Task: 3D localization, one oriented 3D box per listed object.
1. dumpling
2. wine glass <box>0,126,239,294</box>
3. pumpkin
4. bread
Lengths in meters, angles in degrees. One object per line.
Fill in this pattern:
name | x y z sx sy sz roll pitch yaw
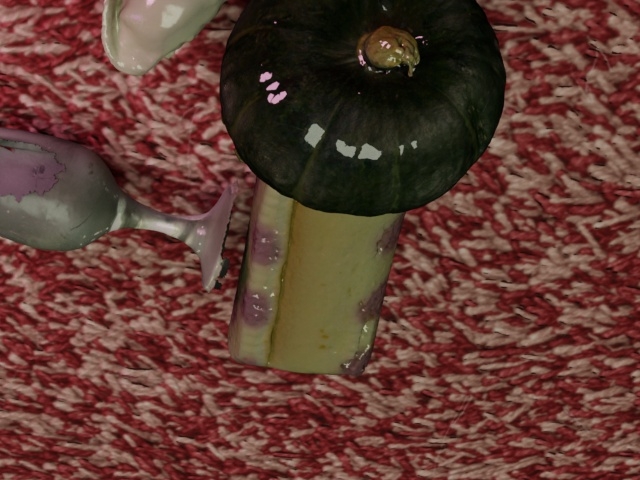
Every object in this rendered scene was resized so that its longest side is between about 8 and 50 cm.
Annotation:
dumpling | -0.177 -0.269 1.483 0.169 0.100 0.134 -39 106 21
wine glass | -0.256 -0.038 1.627 0.321 0.143 0.143 13 125 -14
pumpkin | 0.043 -0.168 1.449 0.300 0.300 0.207 2 165 -6
bread | 0.000 0.000 1.666 0.187 0.155 0.338 10 129 -1
